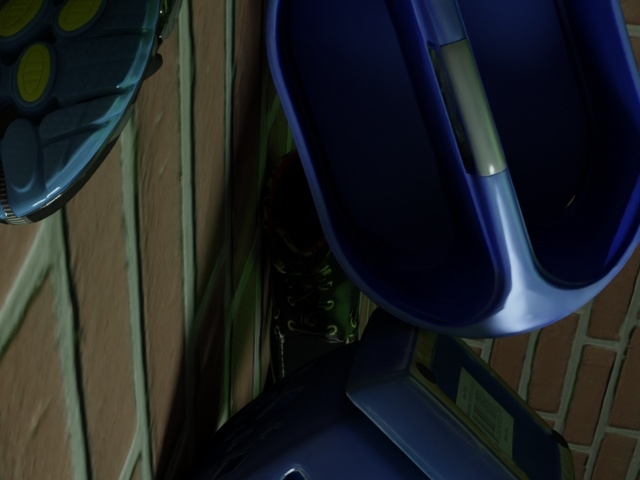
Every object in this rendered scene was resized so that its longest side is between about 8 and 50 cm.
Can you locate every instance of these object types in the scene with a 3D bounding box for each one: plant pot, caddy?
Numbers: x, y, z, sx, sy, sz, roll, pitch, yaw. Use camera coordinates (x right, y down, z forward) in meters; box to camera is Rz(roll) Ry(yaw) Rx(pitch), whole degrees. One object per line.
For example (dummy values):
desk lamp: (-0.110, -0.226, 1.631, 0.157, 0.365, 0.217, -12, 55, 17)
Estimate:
plant pot: (0.052, 0.188, 1.064, 0.212, 0.236, 0.236, -44, -176, 15)
caddy: (0.097, -0.102, 1.041, 0.179, 0.241, 0.341, -103, 174, -78)

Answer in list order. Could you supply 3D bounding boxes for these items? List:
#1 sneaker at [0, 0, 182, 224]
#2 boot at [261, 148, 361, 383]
sneaker: (-0.084, -0.075, 0.561, 0.078, 0.067, 0.188, 84, 14, -47)
boot: (-0.012, 0.042, 1.259, 0.178, 0.085, 0.236, 41, 53, -79)
